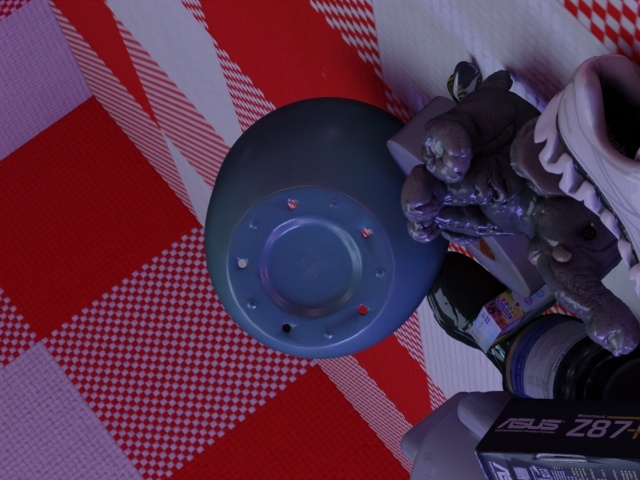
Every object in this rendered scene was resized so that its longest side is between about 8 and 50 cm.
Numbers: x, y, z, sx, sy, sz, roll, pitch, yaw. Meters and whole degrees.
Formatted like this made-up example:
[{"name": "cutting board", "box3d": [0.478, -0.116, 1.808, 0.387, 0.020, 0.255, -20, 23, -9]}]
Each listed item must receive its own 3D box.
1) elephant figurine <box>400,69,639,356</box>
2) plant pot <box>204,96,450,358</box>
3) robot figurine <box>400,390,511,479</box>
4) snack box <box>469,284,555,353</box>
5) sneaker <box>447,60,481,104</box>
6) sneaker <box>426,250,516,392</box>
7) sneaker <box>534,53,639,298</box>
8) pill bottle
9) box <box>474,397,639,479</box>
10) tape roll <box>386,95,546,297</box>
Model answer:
[{"name": "elephant figurine", "box3d": [0.206, -0.031, 1.375, 0.239, 0.186, 0.169, 21, -167, 23]}, {"name": "plant pot", "box3d": [0.000, 0.000, 1.772, 0.293, 0.293, 0.235, 55, -167, -8]}, {"name": "robot figurine", "box3d": [0.241, 0.304, 1.810, 0.353, 0.200, 0.300, 30, 154, 52]}, {"name": "snack box", "box3d": [0.222, 0.073, 1.753, 0.037, 0.100, 0.141, 53, 171, 11]}, {"name": "sneaker", "box3d": [0.138, -0.155, 1.563, 0.035, 0.031, 0.083, 49, 169, 26]}, {"name": "sneaker", "box3d": [0.236, 0.114, 1.917, 0.267, 0.101, 0.106, 49, 156, -9]}, {"name": "sneaker", "box3d": [0.279, -0.021, 1.205, 0.292, 0.110, 0.118, 50, 160, 16]}, {"name": "pill bottle", "box3d": [0.288, 0.150, 1.657, 0.123, 0.123, 0.219, 56, 169, -15]}, {"name": "box", "box3d": [0.360, 0.332, 1.518, 0.318, 0.097, 0.395, -2, 123, 43]}, {"name": "tape roll", "box3d": [0.166, -0.044, 1.615, 0.219, 0.072, 0.219, 49, 177, 4]}]
